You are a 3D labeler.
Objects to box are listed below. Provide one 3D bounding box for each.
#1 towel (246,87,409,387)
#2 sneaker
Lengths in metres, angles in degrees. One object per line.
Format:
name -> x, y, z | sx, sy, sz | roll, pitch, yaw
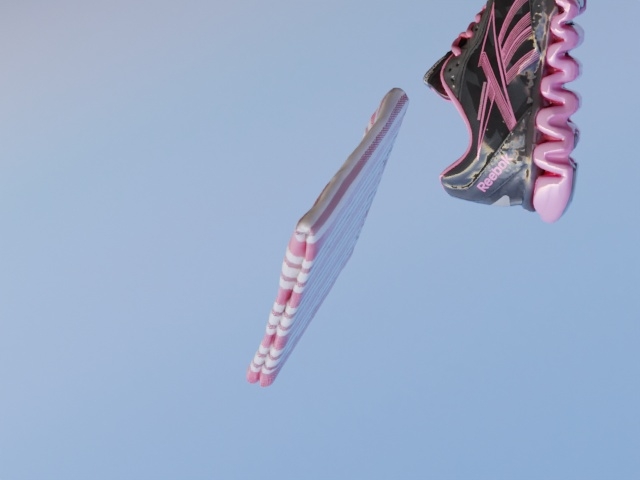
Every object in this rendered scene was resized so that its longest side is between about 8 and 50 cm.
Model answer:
towel -> 0.000, 0.000, 0.973 | 0.029, 0.197, 0.144 | 27, -128, 6
sneaker -> 0.064, -0.066, 0.496 | 0.057, 0.119, 0.047 | 3, -177, 16
